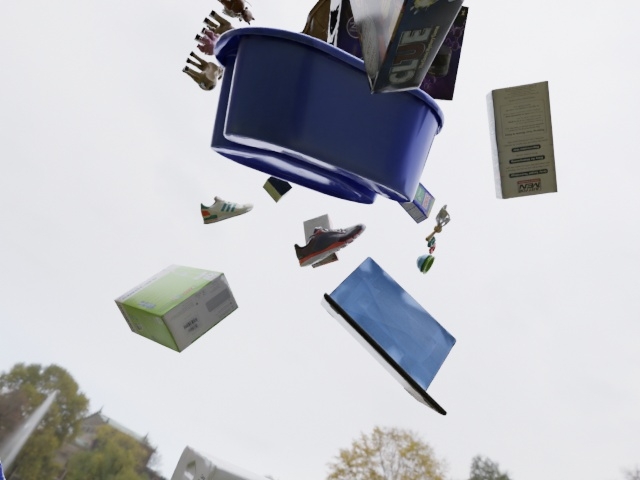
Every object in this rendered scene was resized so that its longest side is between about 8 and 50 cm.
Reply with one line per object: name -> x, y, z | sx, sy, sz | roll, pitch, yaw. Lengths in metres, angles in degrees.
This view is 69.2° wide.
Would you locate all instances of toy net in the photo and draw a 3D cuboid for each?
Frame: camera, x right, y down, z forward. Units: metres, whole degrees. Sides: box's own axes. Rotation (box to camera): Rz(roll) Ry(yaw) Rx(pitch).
toy net -> 0.379, -0.003, 1.505 | 0.045, 0.122, 0.232 | 30, -72, 30

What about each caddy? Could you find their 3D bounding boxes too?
caddy -> 0.007, -0.175, 0.659 | 0.341, 0.179, 0.241 | 17, -3, -23

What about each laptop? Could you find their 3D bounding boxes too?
laptop -> 0.213, 0.219, 1.255 | 0.382, 0.236, 0.408 | 44, -9, 7

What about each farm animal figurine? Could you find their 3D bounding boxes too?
farm animal figurine -> -0.322, -0.667, 1.572 | 0.172, 0.327, 0.330 | 28, -76, -29

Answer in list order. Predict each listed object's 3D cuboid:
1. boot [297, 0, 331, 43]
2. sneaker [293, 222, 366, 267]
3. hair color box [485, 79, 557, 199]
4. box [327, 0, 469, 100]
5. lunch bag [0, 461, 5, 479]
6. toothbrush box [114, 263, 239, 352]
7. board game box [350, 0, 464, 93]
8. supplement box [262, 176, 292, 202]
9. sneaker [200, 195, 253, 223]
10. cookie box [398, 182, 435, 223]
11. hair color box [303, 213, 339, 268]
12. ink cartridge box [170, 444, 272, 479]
boot -> 0.020, -0.545, 1.205 | 0.115, 0.112, 0.305 | 54, -29, -2
sneaker -> 0.016, -0.006, 0.935 | 0.065, 0.157, 0.061 | 62, -4, 7
hair color box -> 0.643, -0.315, 1.493 | 0.173, 0.105, 0.348 | -7, -84, 9
box -> 0.148, -0.392, 0.947 | 0.261, 0.103, 0.185 | 2, -75, -13
lunch bag -> -0.696, 0.452, 0.911 | 0.151, 0.096, 0.129 | 13, -58, -1
toothbrush box -> -0.401, 0.175, 1.287 | 0.283, 0.206, 0.122 | 5, -58, 43
board game box -> 0.055, -0.223, 0.267 | 0.042, 0.165, 0.243 | -9, -13, -7
supplement box -> -0.158, -0.194, 1.694 | 0.083, 0.056, 0.083 | 49, -25, -2
sneaker -> -0.277, -0.101, 1.366 | 0.057, 0.161, 0.076 | -4, -76, 66
cookie box -> 0.245, -0.113, 1.213 | 0.107, 0.092, 0.040 | 45, -45, -14
hair color box -> 0.000, 0.000, 1.511 | 0.093, 0.167, 0.053 | -18, -42, 11
ink cartridge box -> -0.112, 0.498, 0.831 | 0.306, 0.131, 0.226 | 31, -26, -18
